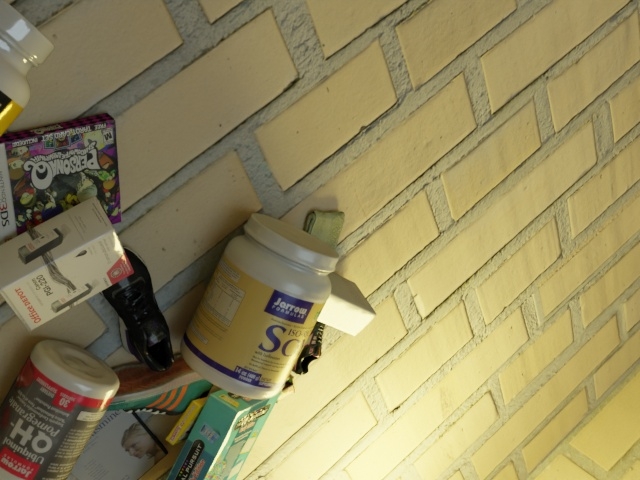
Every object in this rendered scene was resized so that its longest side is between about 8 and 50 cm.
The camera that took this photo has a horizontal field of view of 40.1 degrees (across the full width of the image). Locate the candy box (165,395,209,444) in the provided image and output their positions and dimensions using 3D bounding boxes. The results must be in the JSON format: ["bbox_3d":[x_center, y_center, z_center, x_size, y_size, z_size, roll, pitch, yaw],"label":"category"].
[{"bbox_3d":[-0.265,0.392,1.949,0.105,0.027,0.206,-57,165,5],"label":"candy box"}]

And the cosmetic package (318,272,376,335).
[{"bbox_3d":[0.019,0.132,2.029,0.085,0.117,0.231,-47,140,15],"label":"cosmetic package"}]

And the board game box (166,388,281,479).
[{"bbox_3d":[-0.237,0.484,1.984,0.336,0.079,0.254,-63,164,9],"label":"board game box"}]

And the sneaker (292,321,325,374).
[{"bbox_3d":[-0.019,0.246,2.109,0.072,0.077,0.178,17,102,-47],"label":"sneaker"}]

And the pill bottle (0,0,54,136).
[{"bbox_3d":[-0.551,-0.204,1.280,0.334,0.188,0.188,-51,137,-4],"label":"pill bottle"}]

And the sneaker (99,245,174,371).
[{"bbox_3d":[-0.346,0.138,1.719,0.107,0.124,0.283,-33,132,-23],"label":"sneaker"}]

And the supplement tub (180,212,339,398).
[{"bbox_3d":[-0.123,0.134,1.829,0.241,0.241,0.331,17,103,-46],"label":"supplement tub"}]

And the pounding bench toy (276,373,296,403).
[{"bbox_3d":[-0.097,0.335,2.112,0.065,0.052,0.083,-29,131,-26],"label":"pounding bench toy"}]

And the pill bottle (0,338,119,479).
[{"bbox_3d":[-0.529,0.363,1.656,0.176,0.176,0.318,25,97,-47],"label":"pill bottle"}]

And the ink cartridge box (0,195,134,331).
[{"bbox_3d":[-0.457,0.042,1.541,0.218,0.092,0.158,-29,150,-14],"label":"ink cartridge box"}]

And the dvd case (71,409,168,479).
[{"bbox_3d":[-0.453,0.451,1.892,0.180,0.022,0.253,-40,135,-16],"label":"dvd case"}]

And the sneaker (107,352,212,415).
[{"bbox_3d":[-0.342,0.324,1.843,0.302,0.108,0.121,-9,118,-43],"label":"sneaker"}]

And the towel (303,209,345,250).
[{"bbox_3d":[0.000,0.000,2.012,0.110,0.027,0.148,0,115,-42],"label":"towel"}]

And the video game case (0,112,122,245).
[{"bbox_3d":[-0.464,-0.100,1.529,0.232,0.042,0.210,-18,127,-33],"label":"video game case"}]
